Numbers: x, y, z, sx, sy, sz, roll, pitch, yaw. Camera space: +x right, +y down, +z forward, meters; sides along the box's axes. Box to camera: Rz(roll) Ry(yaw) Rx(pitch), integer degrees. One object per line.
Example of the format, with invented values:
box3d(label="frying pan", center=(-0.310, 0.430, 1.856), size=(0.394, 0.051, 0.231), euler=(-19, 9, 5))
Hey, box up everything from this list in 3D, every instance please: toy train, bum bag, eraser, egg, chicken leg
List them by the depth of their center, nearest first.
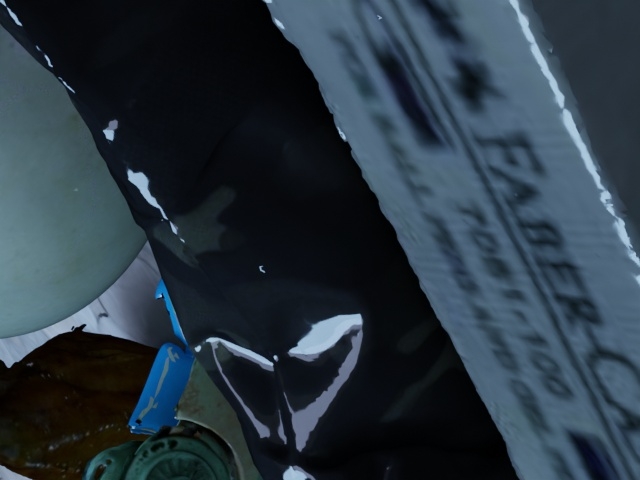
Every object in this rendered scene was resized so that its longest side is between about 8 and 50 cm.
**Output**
box3d(label="eraser", center=(0.069, -0.026, 0.543), size=(0.111, 0.077, 0.352), euler=(12, 135, 56))
box3d(label="bum bag", center=(0.000, 0.000, 0.623), size=(0.095, 0.144, 0.340), euler=(0, 126, 44))
box3d(label="toy train", center=(-0.024, 0.070, 0.733), size=(0.099, 0.188, 0.072), euler=(26, 161, -18))
box3d(label="egg", center=(-0.136, -0.036, 0.802), size=(0.151, 0.151, 0.209), euler=(50, 157, 2))
box3d(label="chicken leg", center=(-0.137, 0.083, 0.916), size=(0.113, 0.093, 0.304), euler=(44, -170, 27))
